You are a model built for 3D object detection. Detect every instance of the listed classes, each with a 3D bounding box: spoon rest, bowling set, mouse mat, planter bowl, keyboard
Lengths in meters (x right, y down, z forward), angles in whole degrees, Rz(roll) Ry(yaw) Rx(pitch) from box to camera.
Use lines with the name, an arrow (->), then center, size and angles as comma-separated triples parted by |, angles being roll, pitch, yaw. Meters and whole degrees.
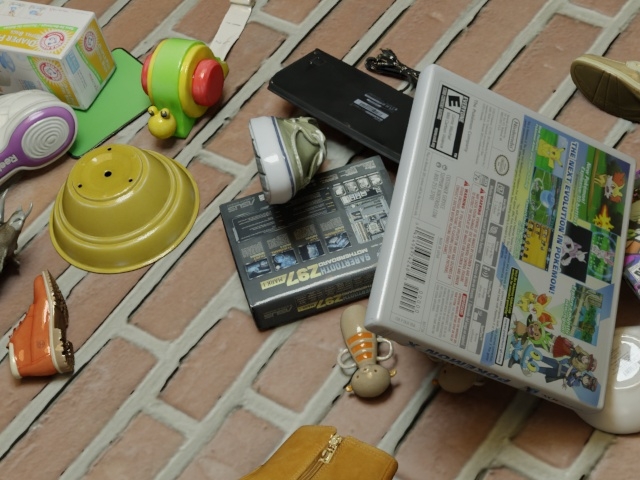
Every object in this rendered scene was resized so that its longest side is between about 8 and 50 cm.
spoon rest -> 0.412, 0.123, 1.501 | 0.276, 0.084, 0.137 | -36, 52, 0
bowling set -> 0.140, 0.079, 1.498 | 0.287, 0.200, 0.154 | -17, 52, 7
mouse mat -> -0.336, -0.211, 1.937 | 0.190, 0.007, 0.153 | -38, 55, -18
planter bowl -> -0.283, -0.067, 1.763 | 0.217, 0.090, 0.217 | -5, 53, 7
keyboard -> 0.096, -0.191, 1.799 | 0.317, 0.033, 0.201 | 33, 50, 28

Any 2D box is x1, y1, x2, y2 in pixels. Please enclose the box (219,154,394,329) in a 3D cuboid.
box -> 0.000, 0.000, 1.674 | 0.233, 0.059, 0.183 | -19, 50, -3

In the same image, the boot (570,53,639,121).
boot -> 0.469, -0.240, 1.757 | 0.213, 0.077, 0.165 | 25, 62, 21

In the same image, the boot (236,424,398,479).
boot -> -0.074, 0.294, 1.454 | 0.295, 0.104, 0.211 | 8, 44, 24

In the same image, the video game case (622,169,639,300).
video game case -> 0.450, -0.037, 1.551 | 0.232, 0.042, 0.210 | -31, 31, 6

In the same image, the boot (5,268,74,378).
boot -> -0.373, 0.109, 1.668 | 0.085, 0.059, 0.158 | -16, 53, 5

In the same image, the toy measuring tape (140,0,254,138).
toy measuring tape -> -0.180, -0.286, 1.896 | 0.121, 0.121, 0.330 | 11, 56, 19

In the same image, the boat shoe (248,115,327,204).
boat shoe -> -0.039, -0.123, 1.671 | 0.094, 0.109, 0.302 | -12, 16, 0

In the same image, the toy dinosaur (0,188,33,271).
toy dinosaur -> -0.520, 0.065, 1.712 | 0.314, 0.121, 0.160 | -19, 40, 2

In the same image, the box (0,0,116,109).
box -> -0.431, -0.285, 1.939 | 0.203, 0.114, 0.103 | 13, 56, 22

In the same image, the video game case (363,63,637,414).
video game case -> 0.215, -0.002, 1.455 | 0.300, 0.036, 0.329 | 22, 65, -19

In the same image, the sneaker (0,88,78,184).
sneaker -> -0.504, -0.124, 1.857 | 0.305, 0.114, 0.152 | -28, 37, -14
